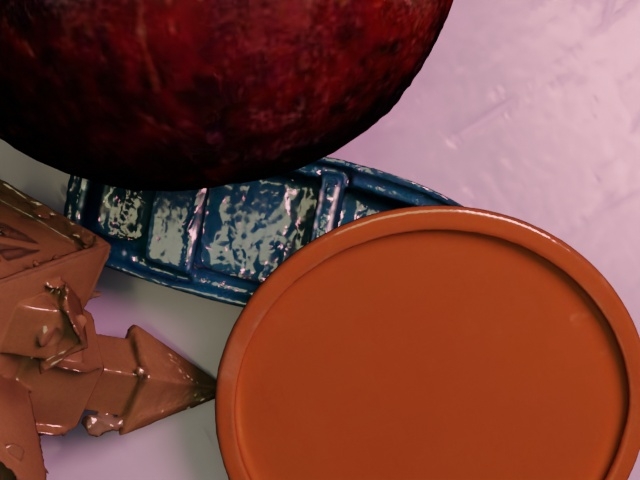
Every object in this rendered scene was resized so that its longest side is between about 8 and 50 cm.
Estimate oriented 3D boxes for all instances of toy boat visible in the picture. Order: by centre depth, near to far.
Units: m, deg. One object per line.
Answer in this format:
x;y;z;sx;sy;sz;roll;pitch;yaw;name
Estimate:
0.000;0.000;0.888;0.299;0.062;0.096;12;88;1;toy boat

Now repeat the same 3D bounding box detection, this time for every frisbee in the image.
0.064;0.096;0.864;0.251;0.021;0.250;0;110;0;frisbee

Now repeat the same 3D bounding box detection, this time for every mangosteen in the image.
-0.068;-0.177;0.773;0.300;0.300;0.300;0;88;0;mangosteen

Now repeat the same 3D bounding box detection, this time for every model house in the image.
-0.162;0.082;0.839;0.248;0.176;0.180;10;123;-27;model house
